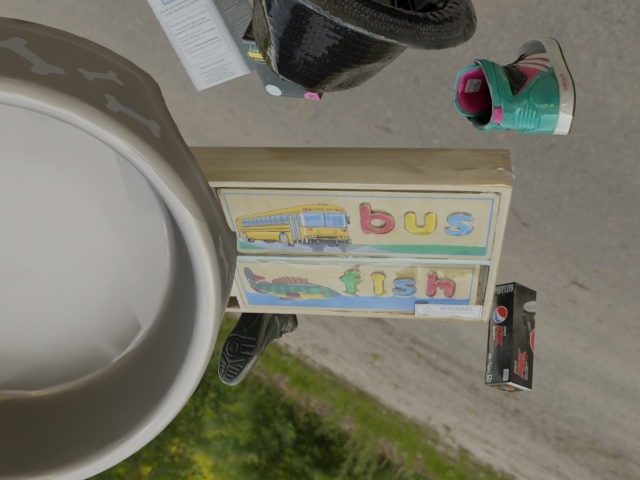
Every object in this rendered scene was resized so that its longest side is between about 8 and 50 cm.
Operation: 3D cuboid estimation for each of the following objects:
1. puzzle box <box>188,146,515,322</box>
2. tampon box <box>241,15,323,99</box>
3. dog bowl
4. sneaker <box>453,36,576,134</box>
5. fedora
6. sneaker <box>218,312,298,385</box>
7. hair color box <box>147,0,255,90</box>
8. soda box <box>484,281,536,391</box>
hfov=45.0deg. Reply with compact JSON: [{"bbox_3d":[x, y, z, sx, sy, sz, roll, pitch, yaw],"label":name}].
[{"bbox_3d":[0.000,0.000,0.880,0.408,0.052,0.272,1,145,8],"label":"puzzle box"},{"bbox_3d":[-0.058,-0.363,1.485,0.120,0.101,0.161,10,153,23],"label":"tampon box"},{"bbox_3d":[-0.226,0.027,0.540,0.349,0.349,0.102,48,-174,-25],"label":"dog bowl"},{"bbox_3d":[0.318,-0.269,1.322,0.178,0.295,0.124,3,123,3],"label":"sneaker"},{"bbox_3d":[0.017,-0.267,0.881,0.334,0.334,0.152,35,127,5],"label":"fedora"},{"bbox_3d":[-0.111,0.183,1.491,0.087,0.228,0.130,9,159,35],"label":"sneaker"},{"bbox_3d":[-0.276,-0.540,1.719,0.185,0.113,0.374,-8,119,41],"label":"hair color box"},{"bbox_3d":[0.309,0.157,1.253,0.060,0.169,0.053,23,155,-32],"label":"soda box"}]
